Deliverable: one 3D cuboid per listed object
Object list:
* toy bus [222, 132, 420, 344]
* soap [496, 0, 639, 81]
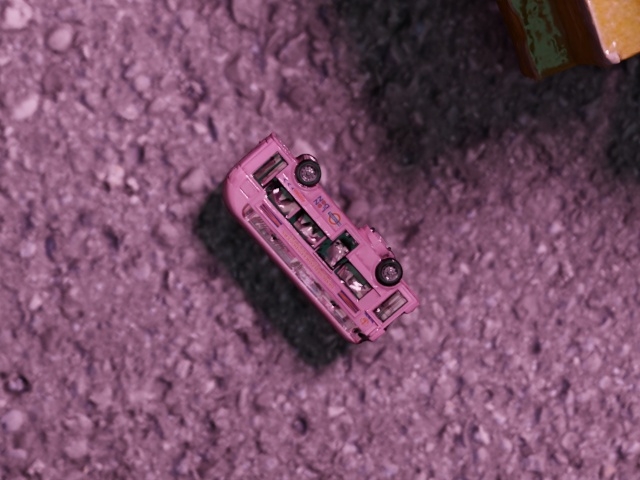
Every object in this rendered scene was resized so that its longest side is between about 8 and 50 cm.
[{"bbox_3d":[0.000,0.000,0.906,0.090,0.063,0.203,-41,100,5],"label":"toy bus"},{"bbox_3d":[0.185,-0.274,0.782,0.143,0.259,0.281,-21,99,3],"label":"soap"}]
